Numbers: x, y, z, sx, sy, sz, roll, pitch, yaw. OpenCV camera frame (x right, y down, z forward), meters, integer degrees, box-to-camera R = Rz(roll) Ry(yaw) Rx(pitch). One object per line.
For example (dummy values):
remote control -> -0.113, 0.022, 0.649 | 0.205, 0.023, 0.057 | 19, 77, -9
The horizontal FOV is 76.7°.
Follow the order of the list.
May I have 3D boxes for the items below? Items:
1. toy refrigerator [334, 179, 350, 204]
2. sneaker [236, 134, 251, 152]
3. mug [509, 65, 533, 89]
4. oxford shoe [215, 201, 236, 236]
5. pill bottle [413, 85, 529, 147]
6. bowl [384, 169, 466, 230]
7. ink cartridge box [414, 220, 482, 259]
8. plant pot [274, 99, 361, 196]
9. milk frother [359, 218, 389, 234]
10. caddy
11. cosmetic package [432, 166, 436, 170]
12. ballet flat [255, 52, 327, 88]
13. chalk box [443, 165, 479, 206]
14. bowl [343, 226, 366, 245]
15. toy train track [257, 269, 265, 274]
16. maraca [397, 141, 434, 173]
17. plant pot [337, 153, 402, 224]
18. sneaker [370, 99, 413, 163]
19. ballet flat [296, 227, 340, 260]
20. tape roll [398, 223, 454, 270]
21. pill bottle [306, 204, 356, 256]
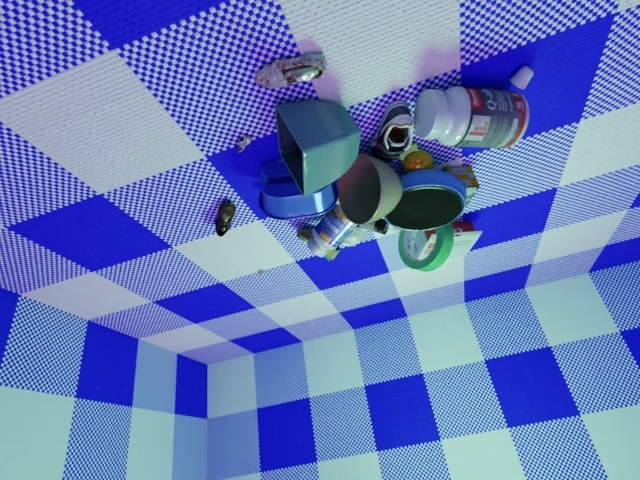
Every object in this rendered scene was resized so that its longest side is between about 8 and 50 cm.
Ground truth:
toy refrigerator -> 0.167, -0.195, 1.904 | 0.102, 0.094, 0.269 | -32, 142, 33
sneaker -> -0.300, -0.373, 1.551 | 0.037, 0.032, 0.083 | 31, 127, -30
mug -> 0.728, -0.592, 1.455 | 0.062, 0.078, 0.064 | 30, 132, -1
oxford shoe -> -0.444, -0.095, 1.901 | 0.083, 0.096, 0.227 | 5, 144, -20
pill bottle -> 0.543, -0.448, 1.477 | 0.363, 0.210, 0.210 | -1, 148, -14
bowl -> 0.462, -0.166, 1.836 | 0.391, 0.077, 0.391 | 1, 149, 1
ink cartridge box -> 0.719, -0.016, 2.316 | 0.309, 0.130, 0.272 | -4, 147, -10
plant pot -> 0.003, -0.356, 1.464 | 0.252, 0.247, 0.248 | -21, 151, -13
milk frother -> 0.293, -0.117, 2.078 | 0.135, 0.143, 0.129 | 18, 126, 21
caddy -> -0.095, -0.206, 1.675 | 0.341, 0.241, 0.179 | -8, 145, -1
cosmetic package -> 0.449, -0.255, 1.915 | 0.099, 0.060, 0.239 | 3, 147, -17
ballet flat -> -0.094, -0.533, 1.291 | 0.241, 0.077, 0.091 | -14, 150, 9
chalk box -> 0.638, -0.238, 1.930 | 0.132, 0.132, 0.213 | -5, 150, -9
bowl -> 0.155, -0.017, 2.144 | 0.170, 0.080, 0.170 | 10, 167, 2
toy train track -> -0.365, 0.198, 2.485 | 0.048, 0.014, 0.083 | -10, 156, -13
maraca -> 0.404, -0.342, 1.729 | 0.127, 0.099, 0.186 | -36, 120, 27
plant pot -> 0.229, -0.211, 1.681 | 0.191, 0.284, 0.284 | -5, 151, -32
sneaker -> 0.276, -0.384, 1.596 | 0.126, 0.127, 0.321 | -5, 150, -8
ballet flat -> 0.000, 0.000, 2.181 | 0.123, 0.123, 0.348 | -24, 146, 22
tape roll -> 0.541, -0.001, 2.104 | 0.077, 0.321, 0.321 | 13, 142, -31
pill bottle -> 0.057, -0.050, 1.982 | 0.152, 0.152, 0.272 | 23, 116, -42
